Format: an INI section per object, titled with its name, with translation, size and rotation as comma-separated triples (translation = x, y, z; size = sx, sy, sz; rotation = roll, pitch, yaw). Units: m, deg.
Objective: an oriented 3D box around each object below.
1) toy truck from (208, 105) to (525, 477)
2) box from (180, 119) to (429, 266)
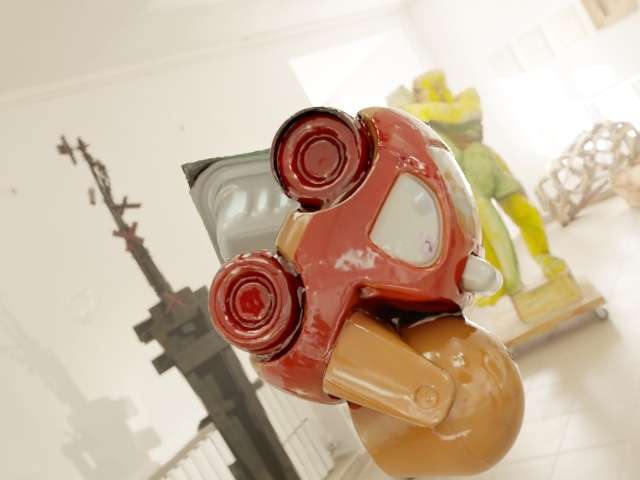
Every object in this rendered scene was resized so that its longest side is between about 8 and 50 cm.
[toy truck]
translation = 0.066, 0.039, 0.536
size = 0.264, 0.239, 0.189
rotation = -68, -23, 1
[box]
translation = 0.000, 0.000, 0.916
size = 0.337, 0.264, 0.106
rotation = -10, 36, 10
